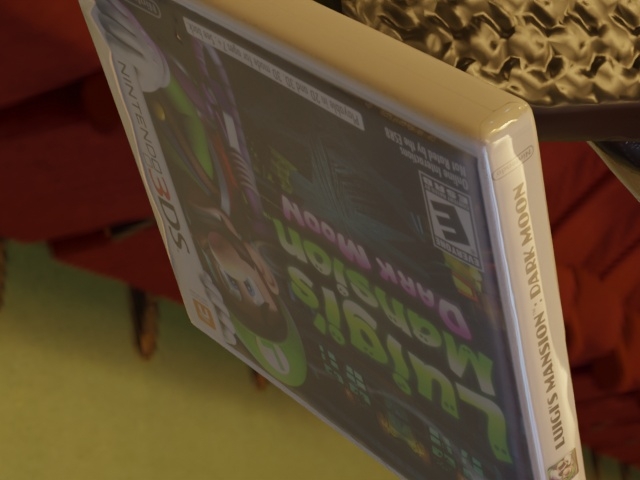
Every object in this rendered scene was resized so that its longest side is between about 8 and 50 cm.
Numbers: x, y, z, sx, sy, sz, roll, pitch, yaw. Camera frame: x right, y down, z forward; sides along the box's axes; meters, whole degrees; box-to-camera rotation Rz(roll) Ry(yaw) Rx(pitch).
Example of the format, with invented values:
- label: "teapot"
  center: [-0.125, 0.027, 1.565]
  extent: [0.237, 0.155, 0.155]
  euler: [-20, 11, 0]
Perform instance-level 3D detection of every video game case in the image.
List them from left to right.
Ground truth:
- label: "video game case"
  center: [0.000, 0.000, 0.476]
  extent: [0.022, 0.190, 0.173]
  euler: [-36, 134, -23]

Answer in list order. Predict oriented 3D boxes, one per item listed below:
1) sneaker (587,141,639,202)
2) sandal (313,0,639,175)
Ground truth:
- label: "sneaker"
  center: [0.228, -0.072, 0.869]
  extent: [0.104, 0.147, 0.296]
  euler: [39, 14, -50]
- label: "sandal"
  center: [0.154, -0.098, 0.723]
  extent: [0.445, 0.107, 0.167]
  euler: [7, 73, -33]
